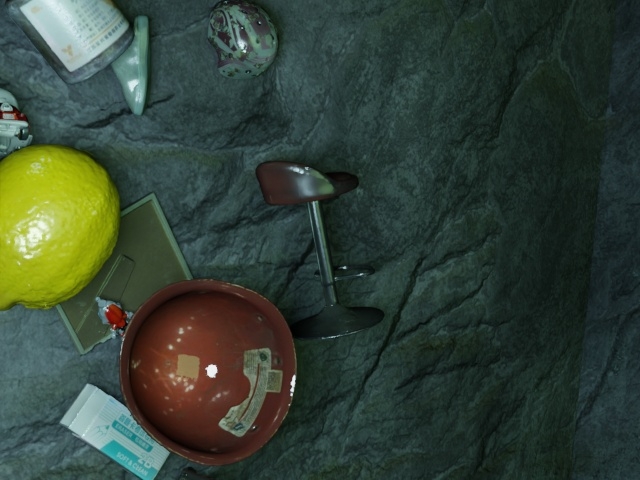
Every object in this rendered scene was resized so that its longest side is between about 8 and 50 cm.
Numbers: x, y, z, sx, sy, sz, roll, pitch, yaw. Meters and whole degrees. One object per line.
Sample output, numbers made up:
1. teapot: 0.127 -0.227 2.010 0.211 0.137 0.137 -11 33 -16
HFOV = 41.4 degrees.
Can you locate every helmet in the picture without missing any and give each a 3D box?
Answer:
1. helmet: -0.153 -0.439 1.821 0.153 0.107 0.177 -26 108 -36
2. helmet: -0.257 0.247 1.657 0.385 0.230 0.337 24 73 -31

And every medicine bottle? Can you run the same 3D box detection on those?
1. medicine bottle: -0.469 -0.428 1.496 0.165 0.165 0.273 -52 123 -28

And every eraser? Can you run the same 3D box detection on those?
1. eraser: -0.393 0.380 1.655 0.225 0.052 0.095 47 63 -32

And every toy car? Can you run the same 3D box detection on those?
1. toy car: -0.555 -0.209 1.454 0.112 0.139 0.112 0 72 -37

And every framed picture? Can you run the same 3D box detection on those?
1. framed picture: -0.398 0.063 1.666 0.289 0.020 0.211 -37 114 -36

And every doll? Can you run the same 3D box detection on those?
1. doll: -0.399 0.142 1.631 0.057 0.039 0.114 -35 129 -4

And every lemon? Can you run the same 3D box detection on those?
1. lemon: -0.474 -0.022 1.449 0.245 0.245 0.320 39 68 -35

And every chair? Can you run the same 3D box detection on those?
1. chair: 0.000 0.000 1.889 0.226 0.226 0.401 -20 104 -40

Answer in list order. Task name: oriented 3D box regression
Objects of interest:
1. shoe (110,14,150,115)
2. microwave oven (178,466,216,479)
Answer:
1. shoe: -0.373 -0.344 1.660 0.078 0.079 0.195 5 96 -7
2. microwave oven: -0.226 0.616 1.723 0.188 0.178 0.247 37 67 -36
